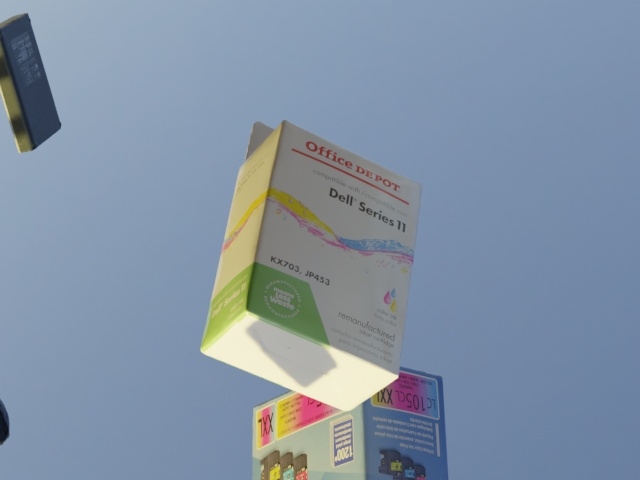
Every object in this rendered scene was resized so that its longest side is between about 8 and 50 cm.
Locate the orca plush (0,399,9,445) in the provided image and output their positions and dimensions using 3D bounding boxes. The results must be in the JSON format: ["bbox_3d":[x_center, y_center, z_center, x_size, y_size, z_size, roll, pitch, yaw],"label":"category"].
[{"bbox_3d":[-0.464,0.134,1.686,0.287,0.102,0.151,24,-155,28],"label":"orca plush"}]

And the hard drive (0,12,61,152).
[{"bbox_3d":[-0.322,-0.172,1.686,0.022,0.135,0.094,-10,-163,14],"label":"hard drive"}]

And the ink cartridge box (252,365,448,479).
[{"bbox_3d":[0.038,0.384,2.022,0.270,0.151,0.395,-31,-126,48],"label":"ink cartridge box"}]

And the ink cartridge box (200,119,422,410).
[{"bbox_3d":[0.000,0.000,1.852,0.119,0.207,0.353,-43,-150,48],"label":"ink cartridge box"}]
